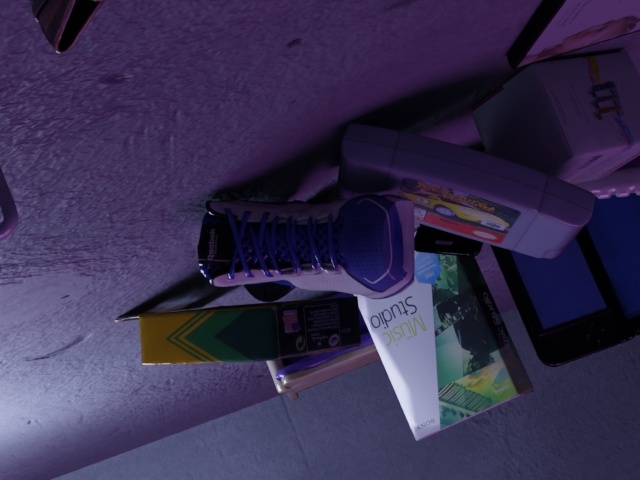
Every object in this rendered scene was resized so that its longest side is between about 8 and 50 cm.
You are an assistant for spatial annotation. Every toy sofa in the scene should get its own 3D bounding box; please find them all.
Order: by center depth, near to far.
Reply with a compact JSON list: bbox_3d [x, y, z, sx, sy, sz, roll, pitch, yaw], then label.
[{"bbox_3d":[0.069,0.151,2.404,0.363,0.150,0.177,-22,163,1],"label":"toy sofa"}]

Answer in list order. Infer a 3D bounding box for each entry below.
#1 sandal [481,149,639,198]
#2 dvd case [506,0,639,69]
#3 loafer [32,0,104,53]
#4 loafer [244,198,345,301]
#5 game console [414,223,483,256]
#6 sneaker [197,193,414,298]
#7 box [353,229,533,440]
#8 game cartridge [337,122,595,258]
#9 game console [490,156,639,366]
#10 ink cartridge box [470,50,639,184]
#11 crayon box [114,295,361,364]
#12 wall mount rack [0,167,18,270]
[{"bbox_3d":[0.325,-0.108,1.859,0.417,0.102,0.169,-3,-176,-7],"label":"sandal"},{"bbox_3d":[0.340,-0.261,1.421,0.253,0.022,0.180,-19,167,-14],"label":"dvd case"},{"bbox_3d":[-0.159,-0.175,0.913,0.045,0.039,0.125,-9,163,-41],"label":"loafer"},{"bbox_3d":[0.000,0.000,1.820,0.095,0.109,0.303,-35,-174,-41],"label":"loafer"},{"bbox_3d":[0.206,-0.018,1.844,0.122,0.107,0.071,5,159,47],"label":"game console"},{"bbox_3d":[-0.041,0.012,1.568,0.182,0.127,0.316,-5,-176,-36],"label":"sneaker"},{"bbox_3d":[0.193,0.149,2.204,0.232,0.322,0.058,-32,167,37],"label":"box"},{"bbox_3d":[0.164,-0.057,1.544,0.294,0.060,0.196,16,163,4],"label":"game cartridge"},{"bbox_3d":[0.451,0.029,2.196,0.250,0.293,0.173,-18,165,-16],"label":"game console"},{"bbox_3d":[0.305,-0.143,1.611,0.176,0.127,0.128,-11,165,-37],"label":"ink cartridge box"},{"bbox_3d":[-0.125,0.137,1.970,0.319,0.081,0.202,-6,179,37],"label":"crayon box"},{"bbox_3d":[-0.424,0.003,1.051,0.304,0.130,0.350,-27,167,7],"label":"wall mount rack"}]
